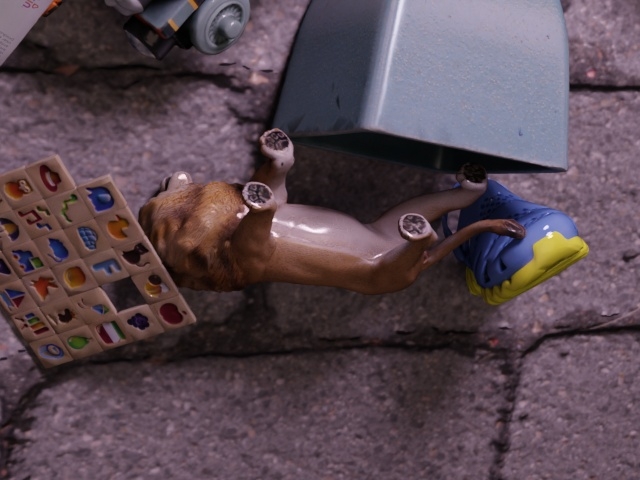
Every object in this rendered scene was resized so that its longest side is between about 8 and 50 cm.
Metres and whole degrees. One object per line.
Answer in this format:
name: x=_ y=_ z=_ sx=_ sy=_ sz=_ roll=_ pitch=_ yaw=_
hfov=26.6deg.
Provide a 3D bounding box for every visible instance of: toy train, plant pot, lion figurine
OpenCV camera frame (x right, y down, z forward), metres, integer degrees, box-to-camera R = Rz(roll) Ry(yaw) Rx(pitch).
toy train: x=-0.092 y=-0.335 z=1.353 sx=0.334 sy=0.142 sz=0.190 roll=-47 pitch=150 yaw=-3
plant pot: x=0.118 y=-0.215 z=1.469 sx=0.247 sy=0.247 sz=0.252 roll=10 pitch=87 yaw=-26
lion figurine: x=0.000 y=0.000 z=1.463 sx=0.392 sy=0.142 sz=0.240 roll=15 pitch=145 yaw=-8

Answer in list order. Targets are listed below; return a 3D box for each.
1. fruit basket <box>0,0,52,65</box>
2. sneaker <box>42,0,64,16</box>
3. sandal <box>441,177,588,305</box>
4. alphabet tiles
fruit basket: x=-0.460 y=-0.218 z=1.255 sx=0.327 sy=0.165 sz=0.353 roll=29 pitch=131 yaw=-28
sneaker: x=-0.246 y=-0.334 z=1.353 sx=0.087 sy=0.083 sz=0.221 roll=33 pitch=89 yaw=-18
sandal: x=0.207 y=-0.008 z=1.564 sx=0.126 sy=0.317 sz=0.138 roll=-27 pitch=93 yaw=-9
alphabet tiles: x=-0.272 y=0.023 z=1.452 sx=0.198 sy=0.009 sz=0.237 roll=-18 pitch=118 yaw=19
